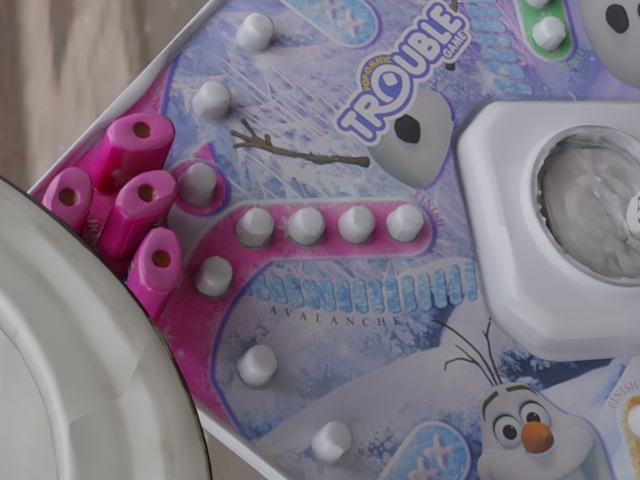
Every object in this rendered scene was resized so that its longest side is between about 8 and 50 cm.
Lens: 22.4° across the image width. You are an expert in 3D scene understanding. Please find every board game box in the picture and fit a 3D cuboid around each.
[{"bbox_3d":[0.128,-0.015,0.716,0.390,0.390,0.050,-52,0,-31],"label":"board game box"}]

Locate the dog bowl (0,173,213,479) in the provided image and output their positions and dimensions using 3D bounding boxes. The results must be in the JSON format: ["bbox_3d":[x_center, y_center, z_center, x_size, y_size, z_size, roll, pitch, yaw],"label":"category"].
[{"bbox_3d":[-0.238,0.092,0.387,0.408,0.408,0.150,-113,34,-55],"label":"dog bowl"}]
